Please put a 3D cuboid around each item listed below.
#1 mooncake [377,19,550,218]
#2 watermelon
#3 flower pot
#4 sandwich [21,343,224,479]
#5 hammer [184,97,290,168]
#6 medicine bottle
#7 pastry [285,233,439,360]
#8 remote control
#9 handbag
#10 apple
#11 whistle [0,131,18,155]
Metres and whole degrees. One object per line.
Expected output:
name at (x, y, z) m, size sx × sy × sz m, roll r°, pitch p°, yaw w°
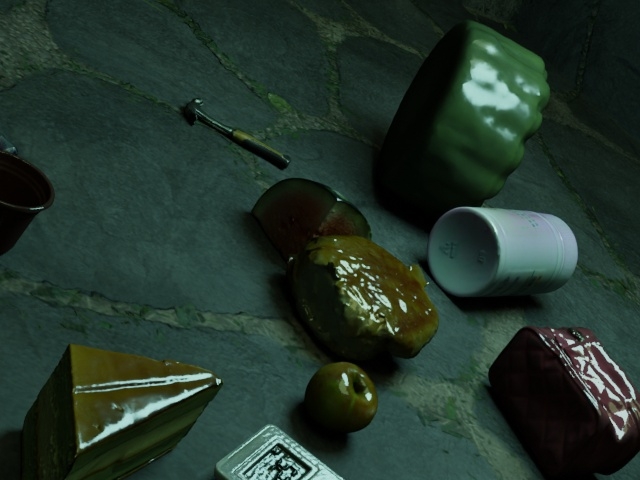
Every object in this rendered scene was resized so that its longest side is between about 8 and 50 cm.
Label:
mooncake at (0.260, -0.212, 1.874) m, size 0.194 × 0.356 × 0.356 m, roll 25°, pitch 27°, yaw -10°
watermelon at (0.007, -0.018, 1.538) m, size 0.145 × 0.137 × 0.193 m, roll 6°, pitch -5°, yaw -41°
flower pot at (-0.371, -0.037, 1.163) m, size 0.111 × 0.089 × 0.111 m, roll 27°, pitch 27°, yaw -15°
sandwich at (-0.175, 0.194, 0.955) m, size 0.187 × 0.117 × 0.144 m, roll 17°, pitch 33°, yaw -33°
hammer at (-0.142, -0.178, 1.741) m, size 0.201 × 0.021 × 0.078 m, roll 30°, pitch 26°, yaw -4°
medicine bottle at (0.317, 0.021, 1.760) m, size 0.254 × 0.152 × 0.152 m, roll 2°, pitch 39°, yaw -46°
pastry at (0.055, 0.079, 1.427) m, size 0.229 × 0.100 × 0.218 m, roll 38°, pitch 30°, yaw 0°
remote control at (0.031, 0.317, 1.048) m, size 0.313 × 0.055 × 0.109 m, roll 36°, pitch 33°, yaw 17°
handbag at (0.355, 0.227, 1.456) m, size 0.135 × 0.146 × 0.225 m, roll 7°, pitch 36°, yaw -33°
apple at (0.026, 0.190, 1.229) m, size 0.090 × 0.074 × 0.089 m, roll 27°, pitch 28°, yaw -16°
whistle at (-0.462, -0.160, 1.339) m, size 0.176 × 0.033 × 0.033 m, roll 41°, pitch 27°, yaw 15°
